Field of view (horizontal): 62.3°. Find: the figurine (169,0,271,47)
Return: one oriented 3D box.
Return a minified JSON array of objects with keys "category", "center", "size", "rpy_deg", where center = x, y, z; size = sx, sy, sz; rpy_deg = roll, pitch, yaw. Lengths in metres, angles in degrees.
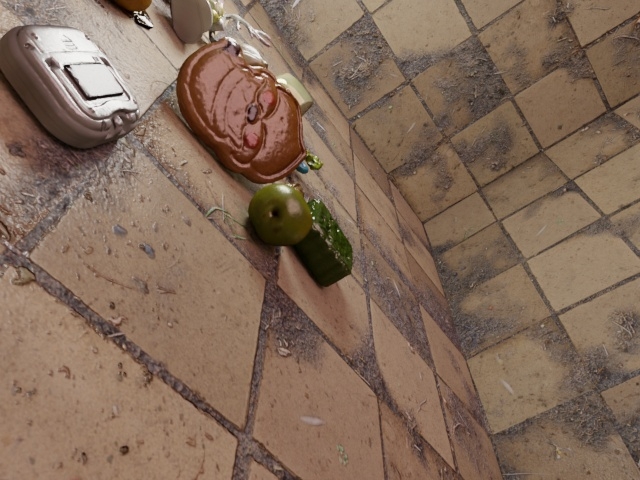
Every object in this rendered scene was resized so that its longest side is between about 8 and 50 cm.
[{"category":"figurine","center":[-0.368,-0.738,1.871],"size":[0.284,0.206,0.315],"rpy_deg":[51,25,-3]}]

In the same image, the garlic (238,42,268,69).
[{"category":"garlic","center":[-0.274,-0.493,1.703],"size":[0.185,0.203,0.280],"rpy_deg":[-164,-106,-74]}]

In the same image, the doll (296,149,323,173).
[{"category":"doll","center":[-0.152,-0.377,1.984],"size":[0.346,0.099,0.341],"rpy_deg":[51,30,0]}]

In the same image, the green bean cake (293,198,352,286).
[{"category":"green bean cake","center":[0.000,0.000,1.676],"size":[0.248,0.125,0.222],"rpy_deg":[52,20,-18]}]

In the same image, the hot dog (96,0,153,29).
[{"category":"hot dog","center":[-0.559,-0.722,1.443],"size":[0.193,0.107,0.326],"rpy_deg":[62,19,10]}]

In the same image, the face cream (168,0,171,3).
[{"category":"face cream","center":[-0.538,-0.973,1.857],"size":[0.273,0.096,0.154],"rpy_deg":[68,24,-2]}]

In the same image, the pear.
[{"category":"pear","center":[-0.110,-0.064,1.477],"size":[0.180,0.166,0.216],"rpy_deg":[47,-5,6]}]

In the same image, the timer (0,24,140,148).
[{"category":"timer","center":[-0.469,-0.301,1.022],"size":[0.237,0.087,0.262],"rpy_deg":[54,19,-11]}]

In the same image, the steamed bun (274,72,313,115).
[{"category":"steamed bun","center":[-0.136,-0.606,2.232],"size":[0.200,0.155,0.250],"rpy_deg":[55,5,-4]}]

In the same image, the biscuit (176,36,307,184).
[{"category":"biscuit","center":[-0.214,-0.364,1.553],"size":[0.455,0.078,0.349],"rpy_deg":[35,66,-32]}]

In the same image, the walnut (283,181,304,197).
[{"category":"walnut","center":[-0.095,-0.156,1.768],"size":[0.079,0.082,0.096],"rpy_deg":[33,14,16]}]
